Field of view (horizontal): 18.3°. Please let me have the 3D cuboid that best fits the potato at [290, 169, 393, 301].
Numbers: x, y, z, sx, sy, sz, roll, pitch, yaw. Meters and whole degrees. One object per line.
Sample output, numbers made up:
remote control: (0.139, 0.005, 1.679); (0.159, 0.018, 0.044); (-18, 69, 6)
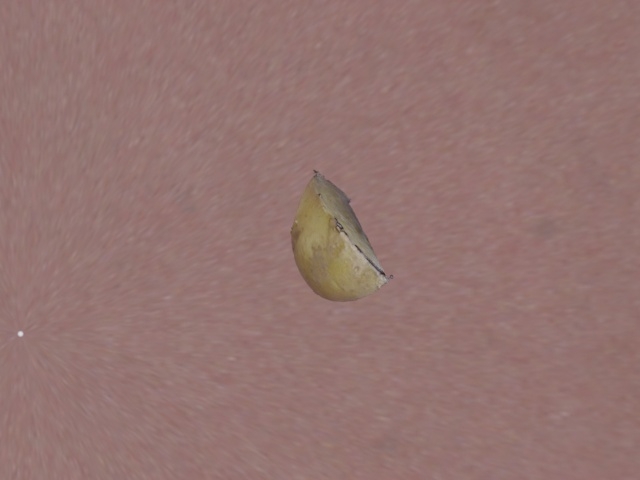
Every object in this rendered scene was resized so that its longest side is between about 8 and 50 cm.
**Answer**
potato: (-0.001, 0.000, 0.911); (0.037, 0.093, 0.036); (40, 101, -24)
